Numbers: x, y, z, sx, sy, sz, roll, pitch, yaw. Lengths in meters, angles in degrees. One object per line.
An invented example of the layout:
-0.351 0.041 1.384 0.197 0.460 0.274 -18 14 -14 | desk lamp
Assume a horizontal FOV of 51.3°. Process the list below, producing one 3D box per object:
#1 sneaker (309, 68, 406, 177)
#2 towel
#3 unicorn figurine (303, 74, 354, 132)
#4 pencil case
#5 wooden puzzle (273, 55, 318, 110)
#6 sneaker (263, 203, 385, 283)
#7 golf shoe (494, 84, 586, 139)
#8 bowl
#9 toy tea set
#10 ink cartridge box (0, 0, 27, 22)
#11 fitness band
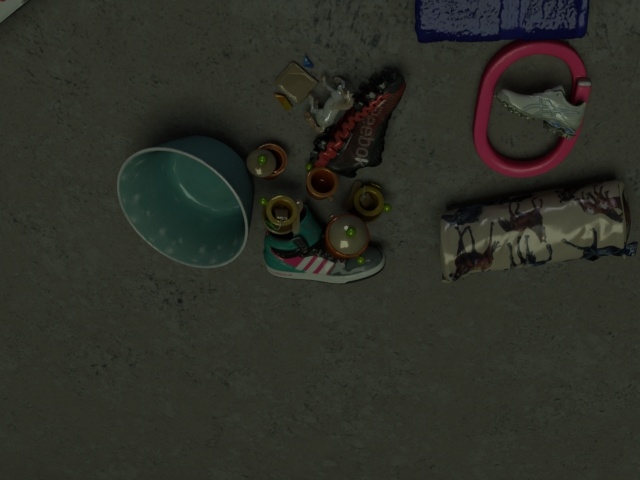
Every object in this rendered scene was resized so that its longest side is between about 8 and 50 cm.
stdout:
0.099 -0.230 1.382 0.135 0.097 0.276 33 127 -15 | sneaker
0.321 -0.470 1.185 0.309 0.076 0.227 0 120 10 | towel
0.023 -0.281 1.344 0.060 0.111 0.161 -6 144 -26 | unicorn figurine
0.454 -0.010 1.452 0.411 0.160 0.183 -10 110 16 | pencil case
-0.051 -0.327 1.387 0.116 0.014 0.079 -34 120 29 | wooden puzzle
0.000 0.000 1.564 0.296 0.123 0.178 0 136 11 | sneaker
0.421 -0.264 1.274 0.176 0.069 0.085 22 108 -8 | golf shoe
-0.272 -0.107 1.476 0.312 0.163 0.311 12 130 14 | bowl
-0.013 -0.088 1.439 0.336 0.199 0.124 23 165 -5 | toy tea set
-0.708 -0.544 1.255 0.223 0.129 0.307 -24 119 25 | ink cartridge box
0.416 -0.259 1.335 0.209 0.054 0.290 5 126 6 | fitness band
